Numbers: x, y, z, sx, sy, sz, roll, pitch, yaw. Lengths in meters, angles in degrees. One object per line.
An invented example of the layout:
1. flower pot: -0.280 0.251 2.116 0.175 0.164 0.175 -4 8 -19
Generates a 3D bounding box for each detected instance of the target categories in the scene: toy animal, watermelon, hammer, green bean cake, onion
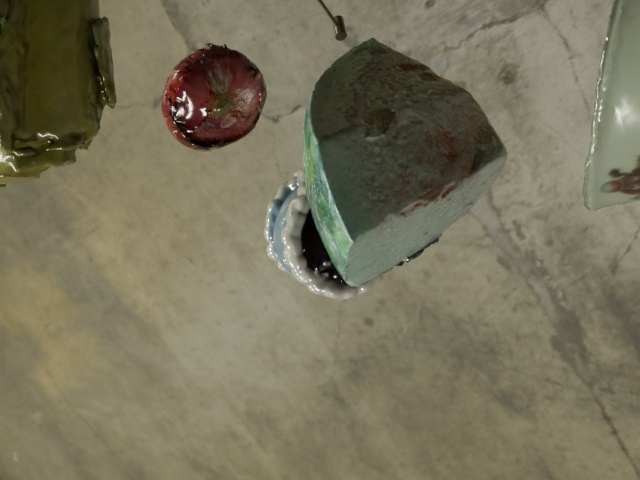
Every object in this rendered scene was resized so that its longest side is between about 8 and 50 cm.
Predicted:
1. toy animal: 0.000 0.000 1.174 0.208 0.156 0.204 49 170 -18
2. watermelon: 0.107 -0.101 0.945 0.258 0.387 0.228 -3 132 13
3. hammer: 0.007 -0.339 1.078 0.019 0.036 0.110 -22 148 21
4. green bean cake: -0.353 -0.125 0.611 0.285 0.309 0.202 16 111 53
5. onion: -0.185 -0.243 1.220 0.147 0.184 0.184 41 144 37

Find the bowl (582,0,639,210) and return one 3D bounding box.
1. bowl: 0.374 -0.178 0.704 0.157 0.337 0.337 14 131 25
